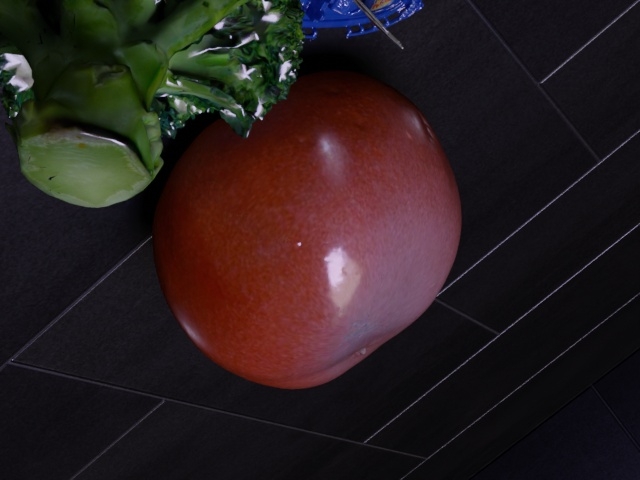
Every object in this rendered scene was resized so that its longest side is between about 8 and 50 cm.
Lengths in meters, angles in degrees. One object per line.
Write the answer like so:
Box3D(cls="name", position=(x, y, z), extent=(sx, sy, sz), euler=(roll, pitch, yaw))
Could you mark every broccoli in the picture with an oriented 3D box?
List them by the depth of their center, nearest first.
Box3D(cls="broccoli", position=(-0.149, -0.149, 0.871), extent=(0.297, 0.297, 0.298), euler=(0, 146, 0))

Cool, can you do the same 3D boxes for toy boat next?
Box3D(cls="toy boat", position=(0.044, -0.218, 1.148), extent=(0.175, 0.110, 0.091), euler=(-9, 144, -42))

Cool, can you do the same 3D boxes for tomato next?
Box3D(cls="tomato", position=(0.000, 0.000, 1.270), extent=(0.341, 0.273, 0.341), euler=(-25, 151, -15))
